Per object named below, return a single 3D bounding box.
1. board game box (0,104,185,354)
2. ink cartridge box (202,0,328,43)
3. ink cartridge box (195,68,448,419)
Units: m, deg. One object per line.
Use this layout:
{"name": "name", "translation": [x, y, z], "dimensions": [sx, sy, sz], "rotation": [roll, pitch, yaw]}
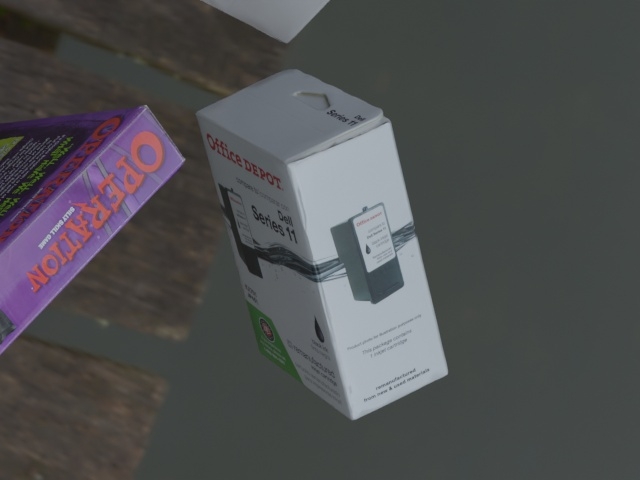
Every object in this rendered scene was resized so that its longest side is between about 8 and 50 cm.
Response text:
{"name": "board game box", "translation": [-0.248, 0.055, 1.076], "dimensions": [0.347, 0.208, 0.056], "rotation": [-48, 113, -27]}
{"name": "ink cartridge box", "translation": [0.011, -0.310, 1.407], "dimensions": [0.117, 0.207, 0.283], "rotation": [29, 69, -11]}
{"name": "ink cartridge box", "translation": [0.000, 0.000, 1.372], "dimensions": [0.087, 0.153, 0.208], "rotation": [-24, 117, -21]}
